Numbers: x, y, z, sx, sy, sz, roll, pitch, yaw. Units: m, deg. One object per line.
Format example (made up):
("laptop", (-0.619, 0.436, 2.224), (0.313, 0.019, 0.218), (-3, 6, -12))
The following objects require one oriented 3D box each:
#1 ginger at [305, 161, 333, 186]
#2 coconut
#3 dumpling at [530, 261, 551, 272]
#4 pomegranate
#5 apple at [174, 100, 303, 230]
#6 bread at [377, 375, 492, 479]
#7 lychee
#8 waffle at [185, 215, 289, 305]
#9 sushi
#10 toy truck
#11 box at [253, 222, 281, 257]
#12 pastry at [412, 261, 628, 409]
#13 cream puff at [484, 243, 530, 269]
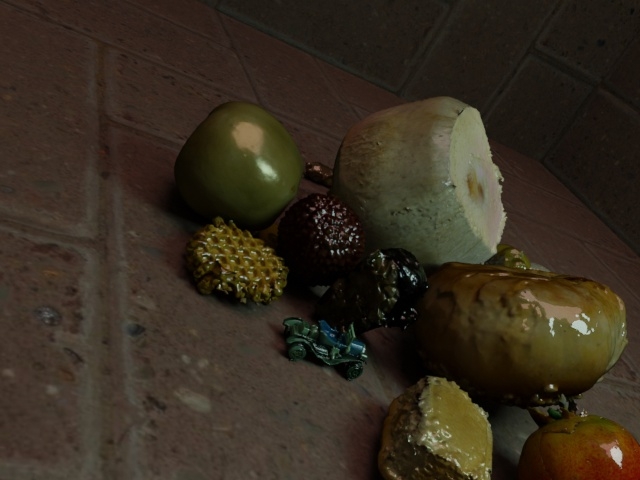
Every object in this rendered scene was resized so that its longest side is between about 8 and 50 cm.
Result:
("ginger", (0.034, -0.169, 1.930), (0.174, 0.051, 0.069), (24, 28, -13))
("coconut", (0.184, -0.102, 1.548), (0.405, 0.404, 0.404), (26, 24, -13))
("dumpling", (0.564, 0.116, 1.931), (0.216, 0.126, 0.166), (23, 9, -13))
("pomegranate", (0.417, 0.371, 1.133), (0.210, 0.210, 0.235), (11, 49, -39))
("apple", (-0.163, -0.147, 1.404), (0.262, 0.262, 0.262), (26, 24, -13))
("bread", (0.182, 0.313, 1.084), (0.174, 0.121, 0.245), (40, 19, -2))
("lychee", (-0.004, -0.007, 1.360), (0.188, 0.188, 0.188), (26, 24, -13))
("waffle", (-0.153, 0.046, 1.269), (0.193, 0.070, 0.197), (27, 27, -10))
("sushi", (0.093, 0.110, 1.281), (0.115, 0.212, 0.147), (-23, 80, -51))
("toy truck", (0.013, 0.172, 1.209), (0.154, 0.078, 0.080), (22, 24, -20))
("box", (-0.097, 0.009, 1.461), (0.087, 0.023, 0.155), (29, 24, 2))
("pastry", (0.370, 0.178, 1.338), (0.410, 0.244, 0.409), (6, 6, -1))
("cream puff", (0.459, 0.118, 1.740), (0.195, 0.194, 0.221), (23, 29, -19))
